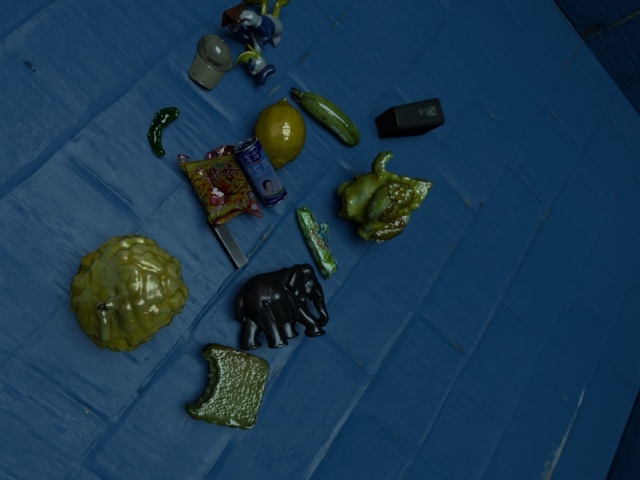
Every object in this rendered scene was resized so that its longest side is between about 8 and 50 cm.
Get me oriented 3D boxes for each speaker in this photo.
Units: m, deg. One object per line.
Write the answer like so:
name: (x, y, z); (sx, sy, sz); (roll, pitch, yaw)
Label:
speaker: (-0.316, 0.005, 1.743); (0.046, 0.040, 0.191); (-34, 98, -27)

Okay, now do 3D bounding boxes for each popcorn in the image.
popcorn: (-0.527, 0.151, 1.483); (0.381, 0.349, 0.349); (15, 72, -63)
popcorn: (0.222, -0.175, 1.906); (0.321, 0.290, 0.326); (-35, 122, -43)

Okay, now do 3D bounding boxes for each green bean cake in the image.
green bean cake: (-0.302, 0.464, 1.633); (0.233, 0.124, 0.236); (23, 73, -23)

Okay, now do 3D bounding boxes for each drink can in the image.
drink can: (-0.205, -0.234, 1.761); (0.097, 0.097, 0.235); (-44, 124, -25)

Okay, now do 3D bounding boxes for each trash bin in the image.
trash bin: (0.361, -0.496, 2.091); (0.225, 0.165, 0.115); (-13, 89, -25)

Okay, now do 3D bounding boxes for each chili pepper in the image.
chili pepper: (-0.526, -0.369, 1.691); (0.073, 0.050, 0.182); (23, 75, -29)

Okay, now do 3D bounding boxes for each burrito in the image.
burrito: (0.000, 0.000, 1.893); (0.104, 0.054, 0.288); (-27, 95, -27)

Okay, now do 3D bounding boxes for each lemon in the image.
lemon: (-0.143, -0.375, 1.805); (0.188, 0.188, 0.257); (9, 85, -25)

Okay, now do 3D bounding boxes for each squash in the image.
squash: (0.029, -0.487, 1.963); (0.341, 0.094, 0.094); (37, 68, -16)

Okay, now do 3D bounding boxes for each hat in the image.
hat: (-0.377, -0.617, 1.783); (0.147, 0.085, 0.175); (28, 70, -21)

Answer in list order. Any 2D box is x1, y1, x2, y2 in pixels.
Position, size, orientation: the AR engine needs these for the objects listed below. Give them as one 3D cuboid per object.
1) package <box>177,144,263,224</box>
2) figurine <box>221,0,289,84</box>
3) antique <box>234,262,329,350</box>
package: (-0.336, -0.177, 1.718); (0.223, 0.108, 0.288); (-17, 74, -42)
figurine: (-0.218, -0.730, 1.814); (0.283, 0.204, 0.338); (-8, 96, -59)
antique: (-0.130, 0.218, 1.724); (0.322, 0.185, 0.255); (-9, 88, -24)
